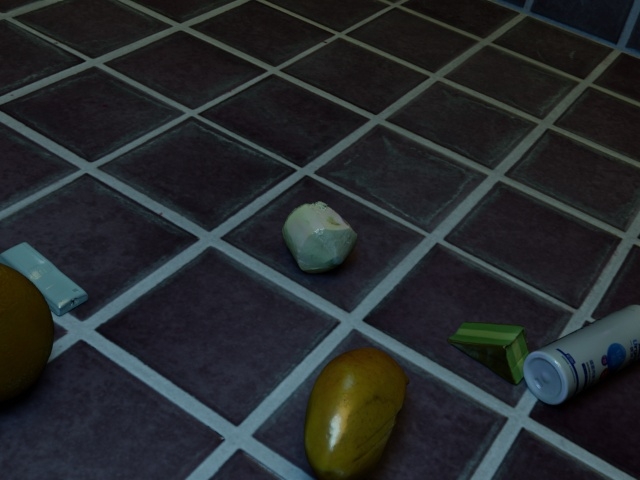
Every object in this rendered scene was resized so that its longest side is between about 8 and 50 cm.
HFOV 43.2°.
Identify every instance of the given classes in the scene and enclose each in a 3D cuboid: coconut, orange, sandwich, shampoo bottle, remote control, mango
[{"bbox_3d":[0.000,0.000,1.425,0.116,0.116,0.122,-13,44,-27],"label":"coconut"},{"bbox_3d":[-0.459,0.123,1.094,0.205,0.206,0.206,7,39,-5],"label":"orange"},{"bbox_3d":[0.282,0.186,1.348,0.116,0.074,0.074,0,26,43],"label":"sandwich"},{"bbox_3d":[0.471,0.177,1.340,0.303,0.092,0.092,-17,46,-31],"label":"shampoo bottle"},{"bbox_3d":[-0.450,0.058,1.309,0.162,0.029,0.061,32,46,24],"label":"remote control"},{"bbox_3d":[0.042,0.243,1.118,0.126,0.154,0.252,14,25,15],"label":"mango"}]
